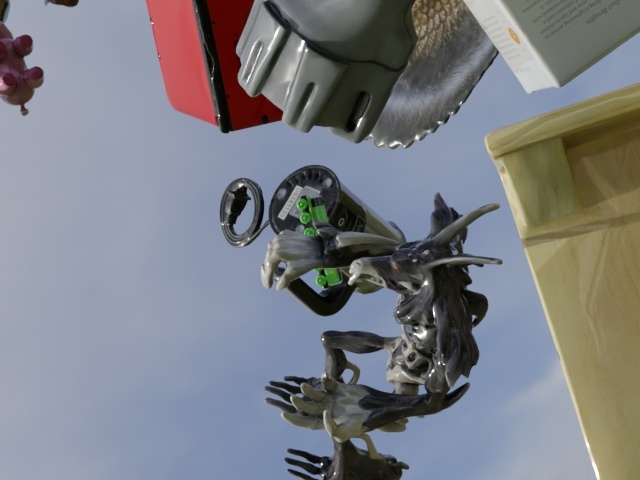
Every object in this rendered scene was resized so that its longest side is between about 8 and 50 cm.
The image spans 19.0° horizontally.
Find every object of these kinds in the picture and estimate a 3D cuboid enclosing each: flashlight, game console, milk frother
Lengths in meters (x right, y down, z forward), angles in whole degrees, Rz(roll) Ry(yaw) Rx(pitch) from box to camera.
[{"bbox_3d":[0.032,-0.200,1.033,0.103,0.103,0.304,10,-48,-21],"label":"flashlight"},{"bbox_3d":[-0.083,-0.177,1.683,0.124,0.085,0.144,-13,-60,-5],"label":"game console"},{"bbox_3d":[-0.012,-0.010,1.929,0.129,0.143,0.135,-47,-42,3],"label":"milk frother"}]

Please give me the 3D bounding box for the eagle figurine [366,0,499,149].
[{"bbox_3d":[0.125,-0.256,1.764,0.226,0.225,0.298,-20,-48,-22],"label":"eagle figurine"}]

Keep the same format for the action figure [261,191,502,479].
[{"bbox_3d":[0.031,0.072,1.320,0.141,0.164,0.275,6,-40,-17],"label":"action figure"}]

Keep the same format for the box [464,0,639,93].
[{"bbox_3d":[0.154,-0.204,1.413,0.091,0.170,0.130,-35,4,-2],"label":"box"}]

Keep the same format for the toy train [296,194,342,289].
[{"bbox_3d":[0.000,0.000,1.610,0.024,0.083,0.017,-14,-5,9],"label":"toy train"}]

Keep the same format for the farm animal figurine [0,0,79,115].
[{"bbox_3d":[-0.428,-0.267,2.094,0.330,0.327,0.172,-55,8,-24],"label":"farm animal figurine"}]

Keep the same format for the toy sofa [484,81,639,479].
[{"bbox_3d":[0.234,0.083,1.241,0.150,0.362,0.177,-18,-12,10],"label":"toy sofa"}]
